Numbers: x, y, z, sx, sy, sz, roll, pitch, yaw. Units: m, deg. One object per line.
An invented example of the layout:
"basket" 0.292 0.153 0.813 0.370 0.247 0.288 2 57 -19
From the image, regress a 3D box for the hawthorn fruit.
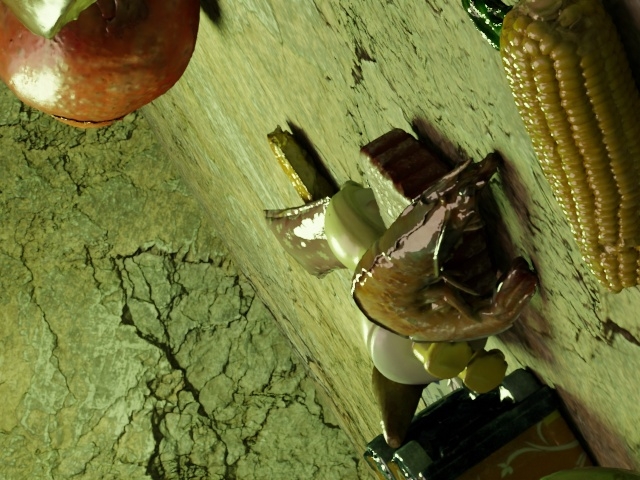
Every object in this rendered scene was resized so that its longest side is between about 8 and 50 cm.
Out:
"hawthorn fruit" -0.268 -0.294 2.052 0.276 0.276 0.307 59 147 -2

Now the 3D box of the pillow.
"pillow" 0.000 0.000 1.968 0.118 0.043 0.185 50 157 -13

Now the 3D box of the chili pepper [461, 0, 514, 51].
"chili pepper" 0.115 -0.137 0.985 0.118 0.035 0.055 -115 12 -55

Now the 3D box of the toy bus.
"toy bus" 0.167 0.247 1.626 0.194 0.162 0.323 56 170 -1

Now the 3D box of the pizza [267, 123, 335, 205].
"pizza" -0.017 -0.080 2.005 0.160 0.036 0.099 57 173 9

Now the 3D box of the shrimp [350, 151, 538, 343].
"shrimp" 0.114 0.013 1.325 0.144 0.052 0.251 18 147 -7

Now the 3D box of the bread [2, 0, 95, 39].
"bread" -0.311 -0.419 1.698 0.333 0.143 0.323 50 147 -1

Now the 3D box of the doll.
"doll" 0.080 0.031 1.562 0.141 0.117 0.296 16 -144 -36

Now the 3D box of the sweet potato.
"sweet potato" 0.093 0.109 1.625 0.067 0.067 0.274 63 -156 -25

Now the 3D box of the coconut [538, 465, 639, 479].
"coconut" 0.227 0.294 1.276 0.204 0.236 0.236 -75 -33 -49

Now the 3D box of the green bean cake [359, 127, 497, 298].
"green bean cake" 0.097 -0.021 1.424 0.135 0.056 0.135 46 165 49

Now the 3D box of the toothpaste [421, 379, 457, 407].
"toothpaste" 0.176 0.256 1.978 0.099 0.068 0.282 -10 108 39

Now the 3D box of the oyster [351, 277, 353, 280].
"oyster" 0.084 0.087 1.950 0.103 0.051 0.148 53 163 -10

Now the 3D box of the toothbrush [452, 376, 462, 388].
"toothbrush" 0.143 0.135 1.860 0.288 0.024 0.026 56 -174 13

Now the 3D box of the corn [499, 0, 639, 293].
"corn" 0.152 -0.056 0.907 0.067 0.067 0.206 47 165 57
